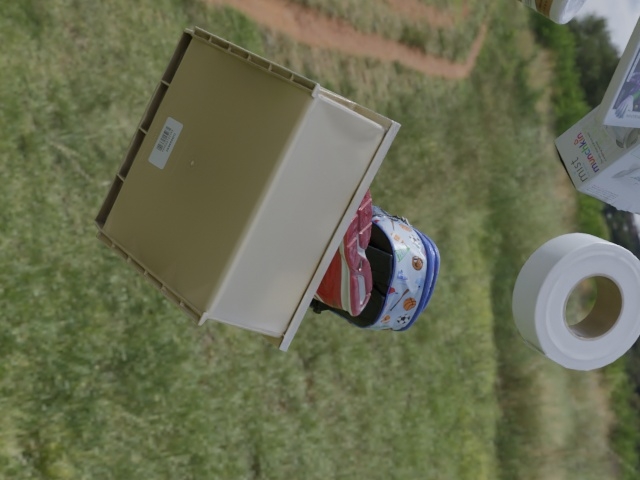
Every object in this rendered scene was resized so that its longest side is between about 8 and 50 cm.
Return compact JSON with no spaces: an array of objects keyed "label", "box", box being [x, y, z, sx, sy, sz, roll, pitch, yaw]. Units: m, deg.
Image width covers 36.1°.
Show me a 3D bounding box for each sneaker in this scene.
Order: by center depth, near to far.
[{"label":"sneaker","box":[0.000,0.000,1.367,0.087,0.128,0.221,-42,137,-52]}]

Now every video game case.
[{"label":"video game case","box":[0.489,-0.250,1.409,0.022,0.173,0.190,41,-58,42]}]

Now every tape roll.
[{"label":"tape roll","box":[0.557,0.131,2.101,0.100,0.286,0.286,-145,-143,-67]}]

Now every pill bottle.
[{"label":"pill bottle","box":[0.392,-0.514,1.838,0.229,0.131,0.131,37,-2,20]}]

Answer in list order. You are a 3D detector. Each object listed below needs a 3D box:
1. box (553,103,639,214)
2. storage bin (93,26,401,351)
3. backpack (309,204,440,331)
[{"label":"box","box":[0.605,-0.167,1.786,0.262,0.231,0.126,14,48,-39]},{"label":"storage bin","box":[-0.095,-0.065,1.049,0.123,0.260,0.262,19,100,-46]},{"label":"backpack","box":[0.122,0.068,2.032,0.263,0.213,0.276,-136,-127,-61]}]
